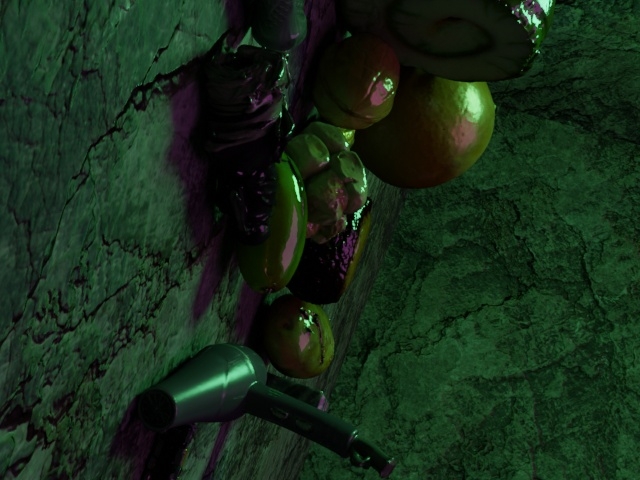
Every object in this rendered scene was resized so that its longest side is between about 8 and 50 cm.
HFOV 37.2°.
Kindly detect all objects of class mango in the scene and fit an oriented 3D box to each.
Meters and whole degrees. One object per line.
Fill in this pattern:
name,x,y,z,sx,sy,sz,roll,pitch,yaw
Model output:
mango,-0.076,-0.033,1.488,0.125,0.111,0.233,-4,-95,61

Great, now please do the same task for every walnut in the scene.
walnut,0.066,-0.287,1.706,0.207,0.159,0.159,-71,173,-50

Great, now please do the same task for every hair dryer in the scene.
hair dryer,-0.061,0.258,1.380,0.301,0.361,0.121,-8,115,-71

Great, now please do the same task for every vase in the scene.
vase,-0.050,-0.332,1.178,0.219,0.096,0.096,96,15,-60

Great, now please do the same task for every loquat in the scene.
loquat,0.200,-0.265,1.987,0.328,0.328,0.328,17,90,-80

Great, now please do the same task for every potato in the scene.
potato,-0.045,0.200,1.950,0.300,0.140,0.173,63,15,-77

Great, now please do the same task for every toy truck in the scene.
toy truck,-0.228,0.328,1.441,0.063,0.052,0.123,38,71,-84

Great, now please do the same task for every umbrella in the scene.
umbrella,-0.094,-0.103,1.263,0.358,0.113,0.106,94,-6,-53

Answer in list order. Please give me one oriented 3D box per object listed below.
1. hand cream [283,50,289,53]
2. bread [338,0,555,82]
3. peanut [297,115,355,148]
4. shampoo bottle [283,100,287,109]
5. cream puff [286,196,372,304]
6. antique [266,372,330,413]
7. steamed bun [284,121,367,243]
hand cream,-0.046,-0.333,1.370,0.052,0.038,0.216,-40,162,-24
bread,0.216,-0.421,1.687,0.366,0.382,0.129,-3,-116,52
peanut,0.009,-0.186,1.760,0.207,0.087,0.087,-46,152,-63
shampoo bottle,-0.069,-0.181,1.449,0.141,0.049,0.034,77,30,-74
cream puff,0.000,0.000,1.789,0.239,0.164,0.239,18,90,-85
antique,-0.075,0.317,1.873,0.086,0.183,0.088,68,41,-75
steamed bun,-0.018,-0.099,1.571,0.177,0.106,0.192,-38,-117,53
